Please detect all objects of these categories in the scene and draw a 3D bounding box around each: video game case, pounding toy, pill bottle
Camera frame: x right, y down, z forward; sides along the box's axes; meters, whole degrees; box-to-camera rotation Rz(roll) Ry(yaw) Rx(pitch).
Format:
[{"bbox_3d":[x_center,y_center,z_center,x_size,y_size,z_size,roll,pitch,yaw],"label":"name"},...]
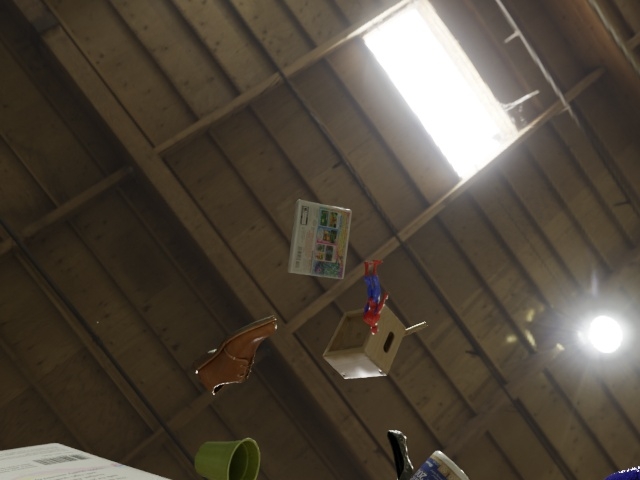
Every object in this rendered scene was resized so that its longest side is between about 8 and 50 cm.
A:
[{"bbox_3d":[0.000,0.000,1.297,0.143,0.019,0.157,9,-94,-35],"label":"video game case"},{"bbox_3d":[0.105,0.189,1.120,0.100,0.130,0.141,48,-130,-22],"label":"pounding toy"},{"bbox_3d":[0.140,0.347,0.788,0.120,0.067,0.067,-43,-82,-13],"label":"pill bottle"}]

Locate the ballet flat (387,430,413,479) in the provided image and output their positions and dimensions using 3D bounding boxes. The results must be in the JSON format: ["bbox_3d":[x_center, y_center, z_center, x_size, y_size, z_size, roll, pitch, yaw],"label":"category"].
[{"bbox_3d":[0.190,0.537,1.429,0.049,0.173,0.057,21,-62,-14],"label":"ballet flat"}]

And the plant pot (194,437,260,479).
[{"bbox_3d":[-0.150,0.344,0.917,0.083,0.079,0.083,2,-92,-62],"label":"plant pot"}]

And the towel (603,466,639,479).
[{"bbox_3d":[0.530,0.415,0.815,0.076,0.308,0.227,-18,-117,-20],"label":"towel"}]

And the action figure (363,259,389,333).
[{"bbox_3d":[0.086,0.091,0.941,0.030,0.038,0.115,13,-106,-41],"label":"action figure"}]

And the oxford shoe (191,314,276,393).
[{"bbox_3d":[-0.132,0.193,0.993,0.076,0.212,0.076,-13,-114,-50],"label":"oxford shoe"}]

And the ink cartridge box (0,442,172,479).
[{"bbox_3d":[-0.280,0.294,0.585,0.201,0.278,0.117,14,-103,-54],"label":"ink cartridge box"}]
